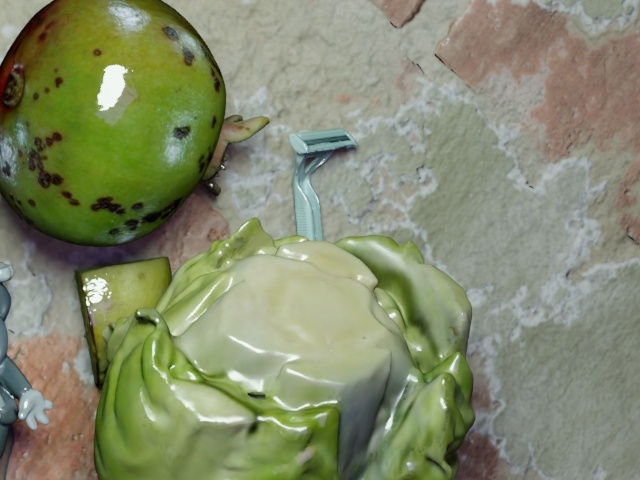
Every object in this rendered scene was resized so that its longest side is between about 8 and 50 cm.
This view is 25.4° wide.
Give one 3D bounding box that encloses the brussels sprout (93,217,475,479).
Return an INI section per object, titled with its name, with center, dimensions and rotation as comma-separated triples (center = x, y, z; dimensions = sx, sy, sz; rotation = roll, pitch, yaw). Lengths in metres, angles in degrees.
[brussels sprout]
center = -0.048, 0.198, 1.632
dimensions = 0.425, 0.361, 0.342
rotation = 2, 50, -13

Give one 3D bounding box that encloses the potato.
[potato]
center = -0.222, 0.096, 1.695
dimensions = 0.120, 0.081, 0.149
rotation = -11, 98, -16

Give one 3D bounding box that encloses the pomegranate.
[pomegranate]
center = -0.213, -0.116, 1.585
dimensions = 0.323, 0.291, 0.291
rotation = 38, 82, -27

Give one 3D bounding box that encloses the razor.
[razor]
center = -0.009, 0.000, 1.782
dimensions = 0.111, 0.056, 0.278
rotation = -13, 108, -54

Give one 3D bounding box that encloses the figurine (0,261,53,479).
[figurine]
center = -0.416, 0.157, 1.604
dimensions = 0.193, 0.140, 0.265
rotation = 3, 81, -43
